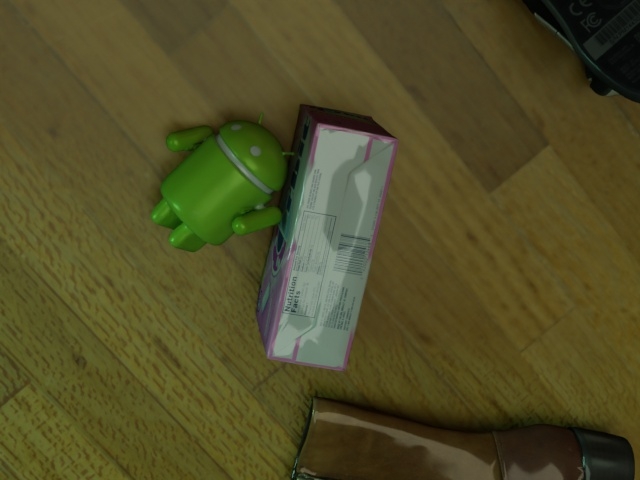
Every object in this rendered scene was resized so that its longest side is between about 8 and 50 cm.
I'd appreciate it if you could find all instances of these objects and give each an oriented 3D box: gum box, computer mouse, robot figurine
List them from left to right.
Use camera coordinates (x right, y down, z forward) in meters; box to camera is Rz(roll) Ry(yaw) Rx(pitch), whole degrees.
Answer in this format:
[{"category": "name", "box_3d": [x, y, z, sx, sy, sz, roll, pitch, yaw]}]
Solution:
[{"category": "robot figurine", "box_3d": [-0.073, -0.043, 0.955, 0.115, 0.067, 0.101, -42, 69, 9]}, {"category": "gum box", "box_3d": [0.000, 0.000, 0.957, 0.062, 0.107, 0.188, 11, 102, -10]}, {"category": "computer mouse", "box_3d": [0.214, -0.227, 0.923, 0.184, 0.060, 0.262, -46, 72, 6]}]

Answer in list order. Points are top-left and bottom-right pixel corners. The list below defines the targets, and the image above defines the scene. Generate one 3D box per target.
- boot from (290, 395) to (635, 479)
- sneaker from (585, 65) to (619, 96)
[{"category": "boot", "box_3d": [0.104, 0.271, 1.045, 0.280, 0.096, 0.264, 6, 103, -9]}, {"category": "sneaker", "box_3d": [0.268, -0.200, 0.977, 0.083, 0.071, 0.190, 8, 106, -22]}]
